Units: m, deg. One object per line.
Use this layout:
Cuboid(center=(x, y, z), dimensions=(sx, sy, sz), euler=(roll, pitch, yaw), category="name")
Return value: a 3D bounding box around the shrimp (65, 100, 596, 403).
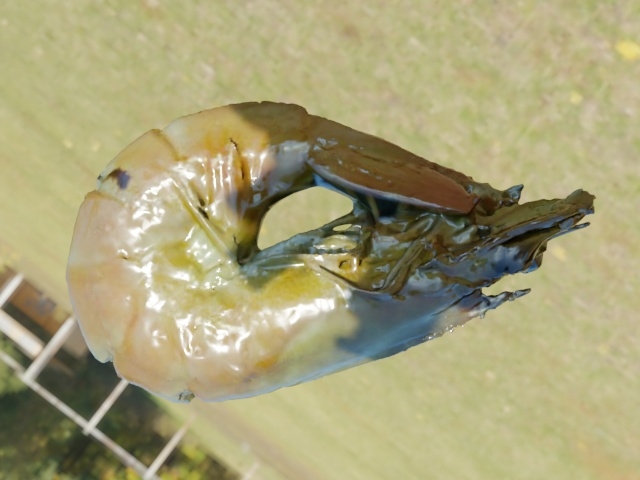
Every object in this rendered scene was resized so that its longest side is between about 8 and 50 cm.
Cuboid(center=(0.000, 0.000, 0.694), dimensions=(0.267, 0.145, 0.061), euler=(-8, -177, 18), category="shrimp")
